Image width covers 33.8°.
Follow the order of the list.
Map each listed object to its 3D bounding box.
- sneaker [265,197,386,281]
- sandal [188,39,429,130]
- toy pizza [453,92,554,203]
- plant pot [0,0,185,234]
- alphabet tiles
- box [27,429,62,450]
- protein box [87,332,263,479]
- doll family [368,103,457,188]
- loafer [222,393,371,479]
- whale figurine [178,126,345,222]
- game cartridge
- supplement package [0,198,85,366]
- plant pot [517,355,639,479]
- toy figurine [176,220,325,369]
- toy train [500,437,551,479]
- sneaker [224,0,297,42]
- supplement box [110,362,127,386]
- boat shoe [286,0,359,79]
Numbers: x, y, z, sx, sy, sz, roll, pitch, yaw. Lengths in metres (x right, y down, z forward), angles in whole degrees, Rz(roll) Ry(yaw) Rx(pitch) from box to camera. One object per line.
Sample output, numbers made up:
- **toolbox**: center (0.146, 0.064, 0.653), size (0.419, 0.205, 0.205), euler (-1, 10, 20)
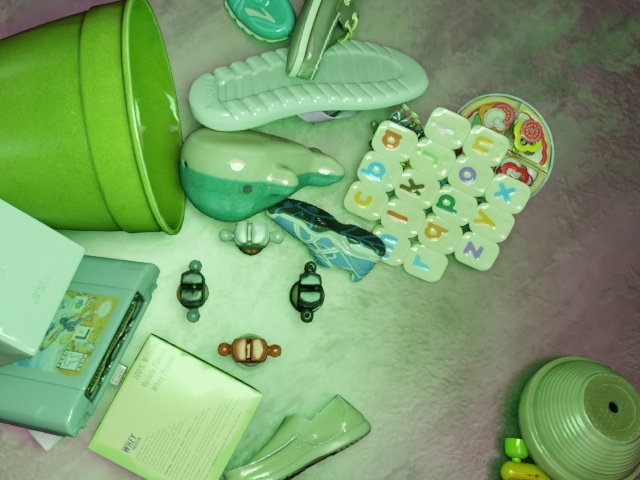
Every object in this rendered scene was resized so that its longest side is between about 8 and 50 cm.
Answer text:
- **sneaker**: center (0.000, 0.000, 1.749), size (0.211, 0.080, 0.081), euler (27, 116, -3)
- **sandal**: center (-0.023, -0.247, 1.761), size (0.416, 0.102, 0.169), euler (-9, 52, -18)
- **toy pizza**: center (0.316, -0.161, 1.842), size (0.201, 0.032, 0.201), euler (1, 85, -8)
- **plant pot**: center (-0.416, -0.167, 1.595), size (0.353, 0.366, 0.366), euler (-7, 86, 2)
- **alphabet tiles**: center (0.193, -0.074, 1.757), size (0.278, 0.021, 0.284), euler (23, 110, -6)
- **box**: center (-0.418, 0.264, 1.657), size (0.102, 0.101, 0.087), euler (-43, 92, -11)
- **protein box**: center (-0.229, 0.280, 1.667), size (0.201, 0.136, 0.200), euler (29, 82, -6)
- **doll family**: center (0.158, -0.136, 1.790), size (0.193, 0.076, 0.111), euler (43, 91, -1)
- **loafer**: center (-0.049, 0.335, 1.712), size (0.268, 0.102, 0.092), euler (-22, 73, -23)
- **whale figurine**: center (-0.099, -0.101, 1.707), size (0.272, 0.216, 0.141), euler (0, 110, -33)
- **game cartridge**: center (-0.388, 0.150, 1.613), size (0.198, 0.062, 0.297), euler (8, 57, 24)
- **supplement package**: center (-0.503, 0.071, 1.530), size (0.175, 0.293, 0.177), euler (33, 61, -24)
- **plant pot**: center (0.457, 0.291, 1.741), size (0.237, 0.110, 0.237), euler (9, 59, -16)
- **toy figurine**: center (-0.113, 0.085, 1.705), size (0.209, 0.148, 0.213), euler (43, 82, 3)
- **toy train**: center (0.320, 0.396, 1.762), size (0.248, 0.105, 0.143), euler (9, 73, -8)
- **sneaker**: center (-0.127, -0.459, 1.764), size (0.107, 0.110, 0.275), euler (-28, 90, -10)
- **supplement box**: center (-0.361, 0.197, 1.692), size (0.098, 0.062, 0.036), euler (28, 81, -4)
- **boat shoe**: center (0.022, -0.389, 1.745), size (0.097, 0.116, 0.324), euler (23, 57, -14)
